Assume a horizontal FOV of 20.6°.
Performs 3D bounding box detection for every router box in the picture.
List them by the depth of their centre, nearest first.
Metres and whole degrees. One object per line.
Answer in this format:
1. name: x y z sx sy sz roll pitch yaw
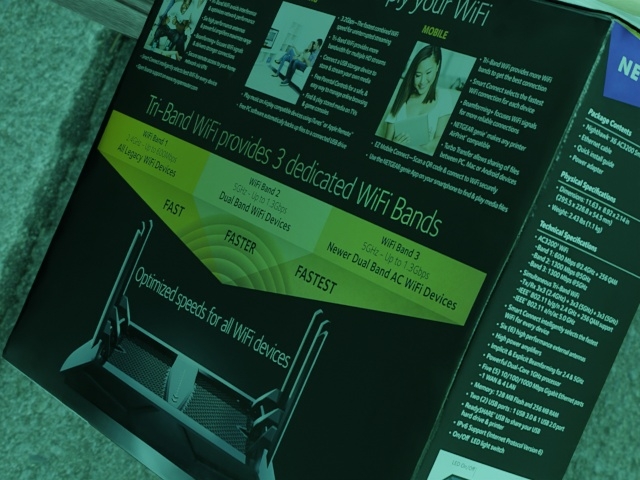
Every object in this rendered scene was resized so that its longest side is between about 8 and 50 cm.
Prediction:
1. router box: 0.000 0.000 0.776 0.081 0.243 0.309 22 -177 -39

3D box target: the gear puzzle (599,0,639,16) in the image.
1. gear puzzle: 0.148 -0.034 0.287 0.339 0.044 0.175 20 -179 -15
